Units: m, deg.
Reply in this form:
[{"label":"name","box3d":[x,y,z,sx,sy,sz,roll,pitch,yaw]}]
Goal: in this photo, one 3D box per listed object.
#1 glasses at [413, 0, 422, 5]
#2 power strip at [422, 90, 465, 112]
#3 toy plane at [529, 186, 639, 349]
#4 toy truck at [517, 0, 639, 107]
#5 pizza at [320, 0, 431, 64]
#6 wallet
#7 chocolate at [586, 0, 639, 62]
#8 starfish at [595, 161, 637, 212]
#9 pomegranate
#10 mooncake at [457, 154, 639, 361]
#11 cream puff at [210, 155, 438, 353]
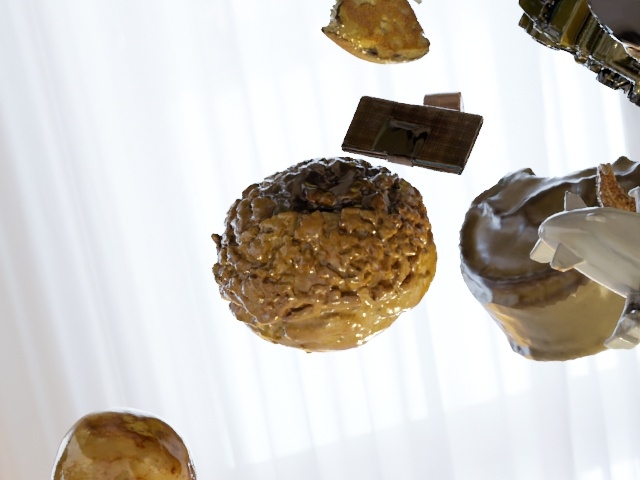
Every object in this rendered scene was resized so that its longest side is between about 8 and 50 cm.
[{"label":"glasses","box3d":[0.196,-0.410,1.521,0.268,0.118,0.234,-25,175,7]},{"label":"power strip","box3d":[0.245,-0.217,2.364,0.078,0.154,0.154,-4,-165,10]},{"label":"toy plane","box3d":[0.376,0.028,1.432,0.245,0.244,0.117,-18,152,-27]},{"label":"toy truck","box3d":[0.348,-0.269,1.502,0.127,0.127,0.257,8,-154,-39]},{"label":"pizza","box3d":[0.063,-0.254,1.401,0.160,0.099,0.036,4,168,-42]},{"label":"wallet","box3d":[0.158,-0.185,2.082,0.230,0.042,0.124,13,-118,21]},{"label":"chocolate","box3d":[0.392,-0.307,1.174,0.210,0.340,0.225,4,162,-45]},{"label":"starfish","box3d":[0.472,-0.008,1.735,0.227,0.240,0.043,-19,-171,5]},{"label":"pomegranate","box3d":[-0.304,0.371,1.845,0.248,0.248,0.248,-10,-166,2]},{"label":"mooncake","box3d":[0.432,0.005,2.006,0.394,0.246,0.393,-30,-153,22]},{"label":"cream puff","box3d":[0.000,0.000,1.776,0.343,0.231,0.327,25,-132,34]}]
